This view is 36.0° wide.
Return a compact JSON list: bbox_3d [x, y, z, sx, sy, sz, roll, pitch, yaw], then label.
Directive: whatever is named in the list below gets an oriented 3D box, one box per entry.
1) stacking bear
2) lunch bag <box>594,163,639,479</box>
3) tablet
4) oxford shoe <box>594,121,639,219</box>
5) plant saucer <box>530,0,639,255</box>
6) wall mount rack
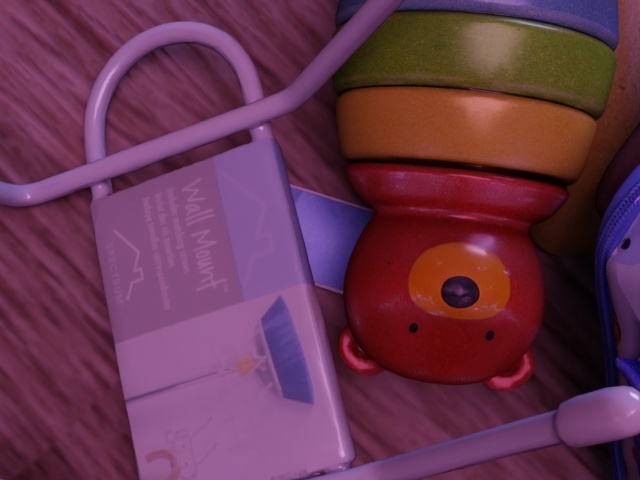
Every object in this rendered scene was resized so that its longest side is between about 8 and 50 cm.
[{"bbox_3d":[0.078,-0.065,0.527,0.175,0.164,0.289,7,90,-5],"label":"stacking bear"},{"bbox_3d":[0.246,0.041,0.488,0.243,0.115,0.303,-30,133,-9],"label":"lunch bag"},{"bbox_3d":[0.000,0.000,0.583,0.083,0.006,0.054,17,81,-6],"label":"tablet"},{"bbox_3d":[0.225,-0.112,0.525,0.098,0.097,0.271,39,85,31],"label":"oxford shoe"},{"bbox_3d":[0.288,-0.164,0.612,0.332,0.081,0.333,-2,84,-9],"label":"plant saucer"},{"bbox_3d":[-0.029,0.019,0.456,0.304,0.130,0.350,-19,74,17],"label":"wall mount rack"}]
